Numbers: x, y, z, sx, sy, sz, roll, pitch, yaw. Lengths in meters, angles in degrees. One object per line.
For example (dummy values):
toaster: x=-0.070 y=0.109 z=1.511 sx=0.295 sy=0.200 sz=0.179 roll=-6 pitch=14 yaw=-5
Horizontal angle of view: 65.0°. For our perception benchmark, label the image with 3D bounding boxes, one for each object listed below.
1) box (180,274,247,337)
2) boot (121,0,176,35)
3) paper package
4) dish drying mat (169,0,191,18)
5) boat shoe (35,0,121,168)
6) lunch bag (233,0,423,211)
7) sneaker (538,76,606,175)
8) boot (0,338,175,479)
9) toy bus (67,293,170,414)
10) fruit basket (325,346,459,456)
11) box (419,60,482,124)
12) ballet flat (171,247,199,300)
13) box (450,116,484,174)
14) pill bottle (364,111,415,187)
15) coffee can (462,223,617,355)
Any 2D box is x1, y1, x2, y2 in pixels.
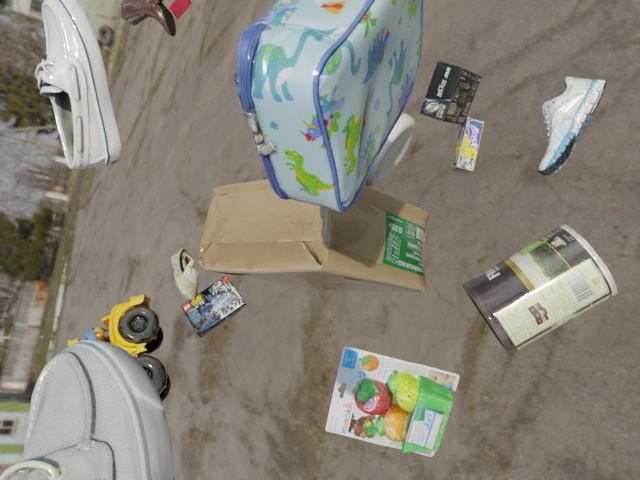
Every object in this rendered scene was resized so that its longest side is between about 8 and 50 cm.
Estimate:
box: x=-0.262 y=0.161 z=1.237 sx=0.094 sy=0.137 sz=0.027 roll=51 pitch=171 yaw=24
boot: x=-0.399 y=-0.509 z=1.156 sx=0.114 sy=0.106 sz=0.037 roll=-9 pitch=25 yaw=25
paper package: x=0.000 y=0.000 z=0.951 sx=0.310 sy=0.325 sz=0.168 roll=-2 pitch=78 yaw=41
dish drying mat: x=-0.326 y=-0.547 z=1.168 sx=0.083 sy=0.032 sz=0.008 roll=-5 pitch=39 yaw=53
boat shoe: x=-0.371 y=-0.233 z=0.743 sx=0.095 sy=0.084 sz=0.257 roll=-1 pitch=107 yaw=45
lunch bag: x=0.021 y=-0.145 z=0.450 sx=0.090 sy=0.176 sz=0.218 roll=17 pitch=59 yaw=22
sneaker: x=0.431 y=-0.209 z=0.908 sx=0.083 sy=0.071 sz=0.190 roll=29 pitch=90 yaw=27
boot: x=-0.145 y=0.146 z=0.256 sx=0.095 sy=0.123 sz=0.258 roll=-44 pitch=50 yaw=10
toy bus: x=-0.386 y=0.225 z=0.904 sx=0.149 sy=0.212 sz=0.220 roll=116 pitch=143 yaw=-65
fruit basket: x=0.211 y=0.506 z=1.533 sx=0.165 sy=0.354 sz=0.326 roll=-78 pitch=0 yaw=-70
box: x=0.370 y=-0.413 z=1.421 sx=0.078 sy=0.180 sz=0.147 roll=28 pitch=113 yaw=27
ballet flat: x=-0.314 y=0.072 z=1.176 sx=0.052 sy=0.057 sz=0.168 roll=-48 pitch=43 yaw=9
box: x=0.467 y=-0.300 z=1.597 sx=0.054 sy=0.059 sz=0.168 roll=152 pitch=133 yaw=-80
pill bottle: x=0.036 y=-0.242 z=1.011 sx=0.279 sy=0.162 sz=0.162 roll=36 pitch=118 yaw=16
coffee can: x=0.512 y=0.118 z=1.196 sx=0.276 sy=0.201 sz=0.201 roll=-33 pitch=42 yaw=9
